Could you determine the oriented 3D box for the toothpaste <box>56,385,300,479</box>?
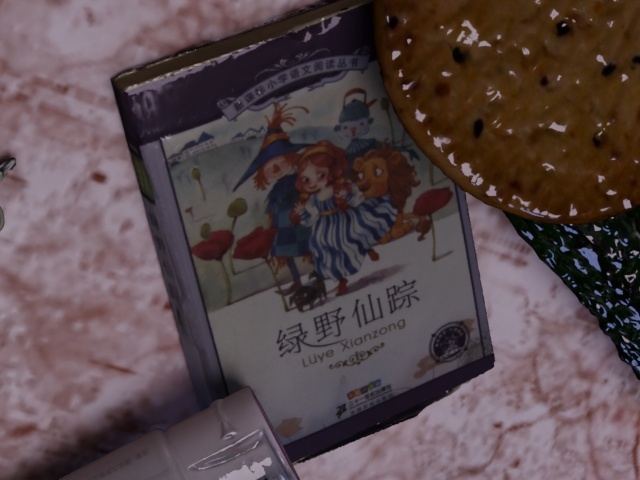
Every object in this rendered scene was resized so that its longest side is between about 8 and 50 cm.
[{"bbox_3d":[-0.162,0.172,0.914,0.323,0.066,0.100,-28,125,-3],"label":"toothpaste"}]

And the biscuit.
[{"bbox_3d":[0.110,-0.100,0.902,0.187,0.027,0.188,1,86,-20],"label":"biscuit"}]

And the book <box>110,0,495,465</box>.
[{"bbox_3d":[0.000,0.000,0.936,0.157,0.026,0.231,-22,121,-16],"label":"book"}]

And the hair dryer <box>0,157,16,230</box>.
[{"bbox_3d":[-0.237,0.021,0.813,0.167,0.067,0.199,25,75,-15],"label":"hair dryer"}]

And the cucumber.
[{"bbox_3d":[0.154,0.007,0.984,0.077,0.077,0.265,-44,124,-2],"label":"cucumber"}]
